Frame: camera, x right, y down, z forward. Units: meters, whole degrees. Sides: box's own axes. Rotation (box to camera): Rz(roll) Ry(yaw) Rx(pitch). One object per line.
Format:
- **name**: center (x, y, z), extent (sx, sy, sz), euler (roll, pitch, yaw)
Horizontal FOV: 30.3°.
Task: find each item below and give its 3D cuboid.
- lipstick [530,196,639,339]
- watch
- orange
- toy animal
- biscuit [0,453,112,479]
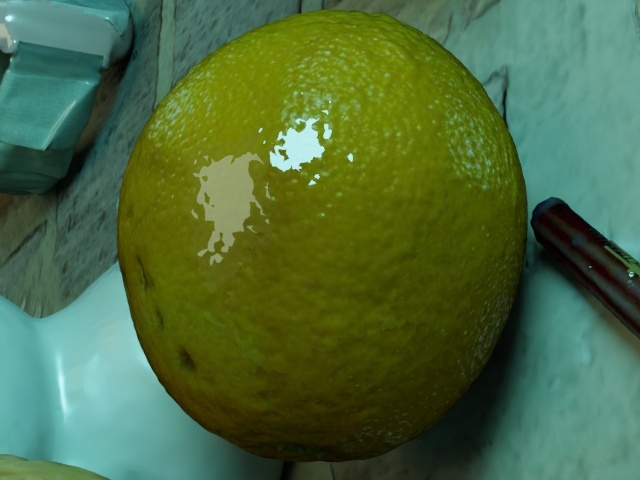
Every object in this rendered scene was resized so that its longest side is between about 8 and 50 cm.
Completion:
- **lipstick**: center (0.131, 0.027, 0.472), extent (0.027, 0.027, 0.176), euler (-64, 30, 17)
- **watch**: center (-0.304, -0.157, 1.191), extent (0.253, 0.161, 0.241), euler (56, 131, 55)
- **orange**: center (0.000, 0.000, 0.545), extent (0.206, 0.206, 0.206), euler (-34, 48, 48)
- **toy animal**: center (-0.200, 0.074, 0.688), extent (0.196, 0.367, 0.241), euler (-151, 67, -63)
- **biscuit**: center (-0.165, 0.295, 0.579), extent (0.349, 0.078, 0.455), euler (40, 119, 12)
